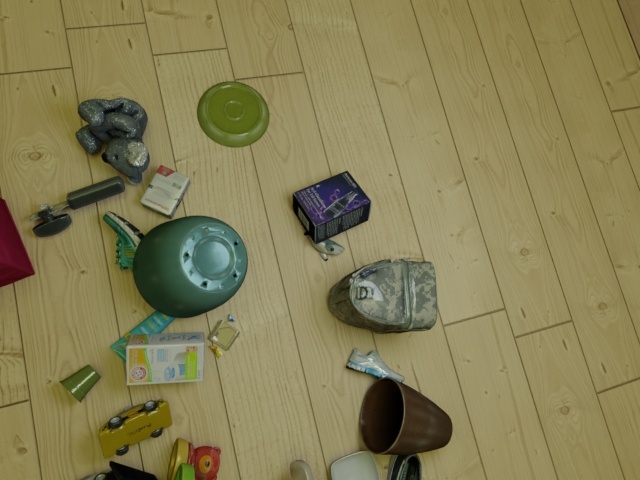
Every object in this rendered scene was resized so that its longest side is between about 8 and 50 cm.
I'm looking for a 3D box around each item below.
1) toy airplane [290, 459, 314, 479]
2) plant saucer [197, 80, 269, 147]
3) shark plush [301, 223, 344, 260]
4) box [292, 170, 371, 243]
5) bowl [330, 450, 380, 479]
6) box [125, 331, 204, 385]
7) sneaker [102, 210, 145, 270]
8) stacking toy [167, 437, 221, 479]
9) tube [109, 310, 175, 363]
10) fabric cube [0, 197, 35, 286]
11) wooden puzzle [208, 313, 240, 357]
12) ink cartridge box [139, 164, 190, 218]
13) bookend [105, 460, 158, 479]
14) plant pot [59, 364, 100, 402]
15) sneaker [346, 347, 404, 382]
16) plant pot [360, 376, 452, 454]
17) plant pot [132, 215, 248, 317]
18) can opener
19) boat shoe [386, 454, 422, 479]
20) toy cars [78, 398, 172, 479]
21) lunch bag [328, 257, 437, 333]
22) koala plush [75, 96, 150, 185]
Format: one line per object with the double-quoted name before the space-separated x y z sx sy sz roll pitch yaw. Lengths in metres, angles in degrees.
"toy airplane" -0.011 0.844 1.201 0.384 0.272 0.386 27 87 27
"plant saucer" -0.288 -0.429 1.530 0.241 0.037 0.241 3 77 -13
"shark plush" 0.000 0.000 1.511 0.161 0.073 0.067 33 52 17
"box" 0.036 -0.108 1.472 0.207 0.108 0.153 -26 61 -16
"bowl" 0.100 0.705 1.366 0.142 0.053 0.142 -12 82 -15
"box" -0.431 0.327 1.283 0.203 0.103 0.114 2 96 -16
"sneaker" -0.556 0.033 1.342 0.110 0.107 0.275 -36 88 -8
"stacking toy" -0.327 0.689 1.168 0.130 0.279 0.309 15 74 -20
"tube" -0.503 0.263 1.333 0.207 0.052 0.080 -44 85 -10
"fabric cube" -0.953 0.010 1.175 0.259 0.258 0.254 -25 85 -16
"wooden puzzle" -0.292 0.287 1.390 0.078 0.014 0.116 42 73 -6
"ink cartridge box" -0.477 -0.148 1.418 0.099 0.056 0.135 25 74 -6
"bookend" -0.517 0.675 1.179 0.157 0.072 0.156 -56 133 -15
"plant pot" -0.652 0.387 1.260 0.083 0.083 0.079 46 60 0
"sneaker" 0.181 0.391 1.444 0.190 0.071 0.083 22 69 -7
"plant pot" 0.274 0.543 1.375 0.230 0.215 0.215 22 74 -21
"plant pot" -0.337 0.062 1.262 0.293 0.235 0.293 8 76 -33
"can opener" -0.715 -0.107 1.360 0.280 0.074 0.093 -29 120 -15
"boat shoe" 0.246 0.782 1.354 0.113 0.105 0.306 19 75 -8
"toy cars" -0.565 0.582 1.225 0.176 0.087 0.394 45 71 -38
"lunch bag" 0.173 0.169 1.366 0.256 0.305 0.213 1 77 -13
"koala plush" -0.579 -0.286 1.361 0.203 0.196 0.221 -23 80 -35
